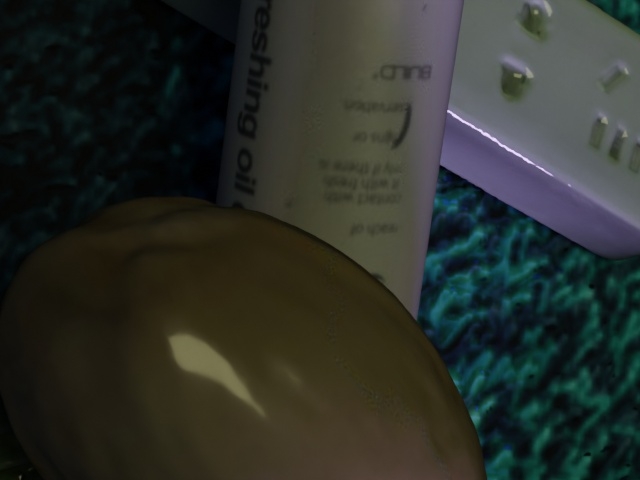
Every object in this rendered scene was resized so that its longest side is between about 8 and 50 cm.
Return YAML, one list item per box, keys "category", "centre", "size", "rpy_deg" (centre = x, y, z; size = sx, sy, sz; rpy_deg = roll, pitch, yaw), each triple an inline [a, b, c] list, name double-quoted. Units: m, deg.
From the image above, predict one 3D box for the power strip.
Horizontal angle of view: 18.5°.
- category: "power strip"
  centre: [0.020, -0.111, 0.871]
  size: [0.385, 0.062, 0.091]
  rpy_deg: [29, 71, -24]

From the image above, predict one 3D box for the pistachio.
- category: "pistachio"
  centre: [-0.019, 0.069, 0.707]
  size: [0.226, 0.136, 0.136]
  rpy_deg: [44, 67, -31]

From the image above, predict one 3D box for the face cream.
- category: "face cream"
  centre: [0.000, 0.000, 0.804]
  size: [0.092, 0.092, 0.311]
  rpy_deg: [-1, 108, -28]

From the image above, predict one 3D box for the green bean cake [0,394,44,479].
- category: "green bean cake"
  centre: [-0.123, 0.112, 0.759]
  size: [0.181, 0.094, 0.173]
  rpy_deg: [-5, 88, -29]
